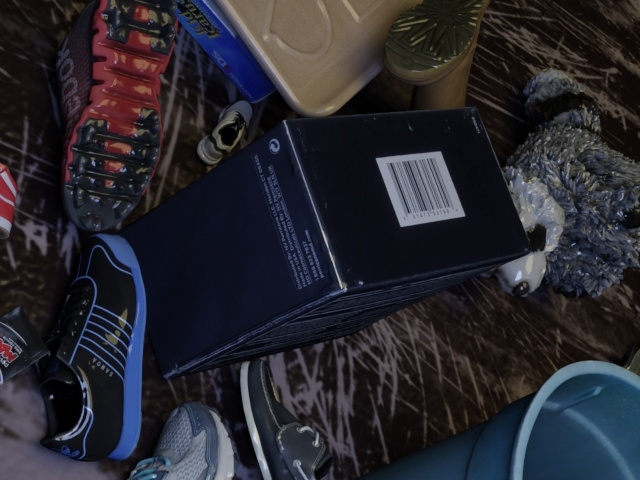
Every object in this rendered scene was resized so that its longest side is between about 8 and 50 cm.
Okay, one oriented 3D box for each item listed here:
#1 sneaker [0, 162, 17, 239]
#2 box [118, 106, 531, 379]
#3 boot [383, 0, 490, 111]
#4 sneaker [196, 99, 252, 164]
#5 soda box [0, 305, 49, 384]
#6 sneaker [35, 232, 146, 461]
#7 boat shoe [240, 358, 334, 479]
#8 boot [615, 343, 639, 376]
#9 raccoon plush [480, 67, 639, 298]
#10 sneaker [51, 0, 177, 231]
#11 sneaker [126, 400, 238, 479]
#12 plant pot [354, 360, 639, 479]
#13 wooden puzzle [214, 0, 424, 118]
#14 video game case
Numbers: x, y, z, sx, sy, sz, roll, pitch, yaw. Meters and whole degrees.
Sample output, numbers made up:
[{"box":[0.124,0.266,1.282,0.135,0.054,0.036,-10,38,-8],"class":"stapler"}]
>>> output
[{"box":[-0.343,-0.054,1.213,0.118,0.042,0.067,33,55,-38],"class":"sneaker"},{"box":[0.000,0.000,1.328,0.296,0.294,0.182,-9,75,-45],"class":"box"},{"box":[0.139,-0.176,1.577,0.089,0.269,0.236,26,48,17],"class":"boot"},{"box":[-0.102,-0.130,1.477,0.040,0.044,0.109,44,45,-16],"class":"sneaker"},{"box":[-0.327,0.124,1.130,0.169,0.060,0.053,-37,98,-46],"class":"soda box"},{"box":[-0.226,0.097,1.224,0.090,0.081,0.232,15,61,-44],"class":"sneaker"},{"box":[-0.026,0.229,1.327,0.084,0.079,0.233,58,11,-69],"class":"boat shoe"},{"box":[0.468,0.247,1.822,0.161,0.083,0.246,53,38,-1],"class":"boot"},{"box":[0.251,-0.089,1.750,0.299,0.216,0.446,13,32,-24],"class":"raccoon plush"},{"box":[-0.224,-0.140,1.318,0.098,0.135,0.276,15,77,-34],"class":"sneaker"},{"box":[-0.166,0.266,1.181,0.122,0.110,0.283,32,51,-25],"class":"sneaker"},{"box":[0.194,0.332,1.324,0.341,0.334,0.341,20,58,-37],"class":"plant pot"},{"box":[-0.044,-0.335,1.523,0.348,0.080,0.322,51,44,-7],"class":"wooden puzzle"},{"box":[-0.101,-0.342,1.565,0.269,0.061,0.244,49,47,-15],"class":"video game case"}]
